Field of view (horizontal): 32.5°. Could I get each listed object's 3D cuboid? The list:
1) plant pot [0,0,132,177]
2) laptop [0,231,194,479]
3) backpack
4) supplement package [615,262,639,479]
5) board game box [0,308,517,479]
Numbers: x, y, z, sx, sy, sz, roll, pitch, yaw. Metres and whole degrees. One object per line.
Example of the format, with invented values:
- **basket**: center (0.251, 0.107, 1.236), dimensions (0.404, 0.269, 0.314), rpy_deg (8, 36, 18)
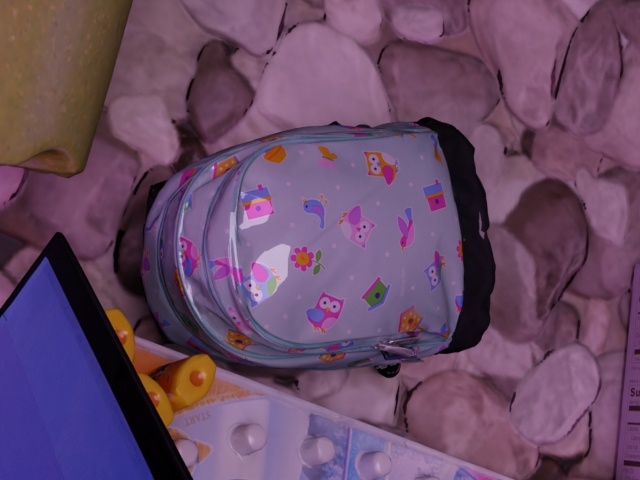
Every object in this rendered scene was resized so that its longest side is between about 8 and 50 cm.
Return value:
- **plant pot**: center (-0.171, -0.162, 0.461), dimensions (0.276, 0.276, 0.254), rpy_deg (8, 92, -22)
- **laptop**: center (-0.195, 0.124, 0.396), dimensions (0.264, 0.234, 0.136), rpy_deg (-8, 120, -24)
- **backpack**: center (0.000, 0.000, 0.569), dimensions (0.182, 0.115, 0.152), rpy_deg (-4, 81, -32)
- **supplement package**: center (0.274, 0.137, 0.664), dimensions (0.139, 0.134, 0.244), rpy_deg (12, 79, -22)
- **board game box**: center (0.014, 0.267, 0.492), dimensions (0.390, 0.050, 0.390), rpy_deg (25, 57, -29)
